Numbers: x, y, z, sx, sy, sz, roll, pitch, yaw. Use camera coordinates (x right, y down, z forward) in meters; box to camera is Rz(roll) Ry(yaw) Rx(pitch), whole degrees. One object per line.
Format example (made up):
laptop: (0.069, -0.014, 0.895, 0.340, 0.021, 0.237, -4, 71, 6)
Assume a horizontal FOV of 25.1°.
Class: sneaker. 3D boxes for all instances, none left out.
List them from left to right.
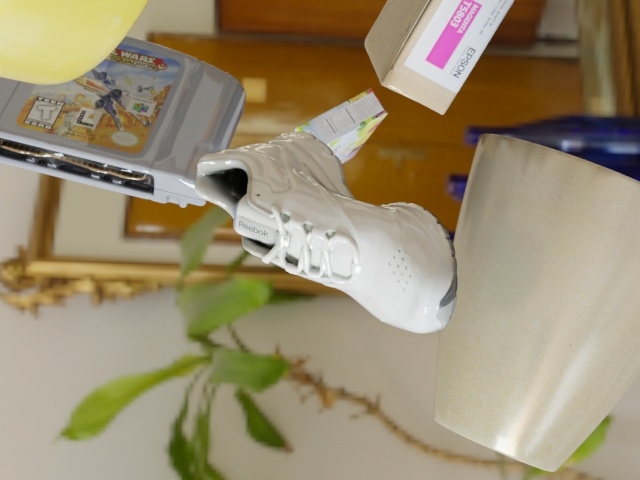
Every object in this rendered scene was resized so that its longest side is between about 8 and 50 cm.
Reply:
sneaker: (0.000, 0.000, 1.246, 0.297, 0.129, 0.111, 34, 121, 43)

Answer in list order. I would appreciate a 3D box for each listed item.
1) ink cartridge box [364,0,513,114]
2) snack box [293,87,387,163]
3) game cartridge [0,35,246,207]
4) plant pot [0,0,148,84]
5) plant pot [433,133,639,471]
ink cartridge box: (0.151, -0.283, 1.650, 0.234, 0.088, 0.193, -58, 16, 17)
snack box: (0.006, -0.105, 1.564, 0.037, 0.100, 0.141, 58, 159, 8)
game cartridge: (-0.243, -0.148, 1.588, 0.062, 0.297, 0.198, 98, -174, -53)
plant pot: (-0.226, -0.230, 0.769, 0.254, 0.239, 0.254, -19, 66, 50)
plant pot: (0.218, 0.071, 1.386, 0.256, 0.256, 0.274, 41, -107, -88)
